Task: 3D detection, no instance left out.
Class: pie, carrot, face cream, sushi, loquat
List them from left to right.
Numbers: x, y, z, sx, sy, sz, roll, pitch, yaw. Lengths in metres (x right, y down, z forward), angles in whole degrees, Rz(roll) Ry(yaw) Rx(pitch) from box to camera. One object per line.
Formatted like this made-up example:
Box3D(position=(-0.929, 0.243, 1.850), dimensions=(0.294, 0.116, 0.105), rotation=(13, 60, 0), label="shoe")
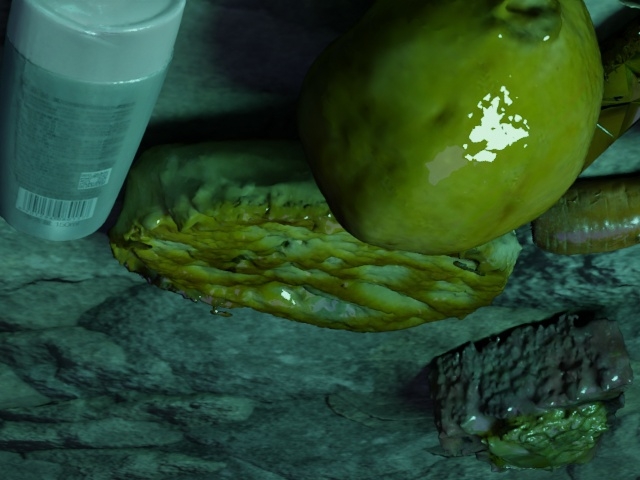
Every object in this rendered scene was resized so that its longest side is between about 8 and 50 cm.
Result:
Box3D(position=(-0.165, -0.092, 1.117), dimensions=(0.107, 0.073, 0.269), rotation=(1, 152, -16), label="face cream")
Box3D(position=(0.000, 0.000, 1.265), dimensions=(0.315, 0.092, 0.315), rotation=(6, 160, 2), label="pie")
Box3D(position=(0.080, -0.082, 1.031), dimensions=(0.187, 0.176, 0.234), rotation=(-25, 166, -37), label="loquat")
Box3D(position=(0.222, 0.154, 1.568), dimensions=(0.241, 0.108, 0.161), rotation=(-24, 148, 35), label="sushi")
Box3D(position=(0.188, -0.091, 1.157), dimensions=(0.069, 0.069, 0.228), rotation=(13, 148, -26), label="carrot")
Box3D(position=(0.281, -0.030, 1.281), dimensions=(0.247, 0.059, 0.059), rotation=(-10, 151, 9), label="carrot")

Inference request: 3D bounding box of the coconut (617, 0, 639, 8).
Box3D(position=(0.166, -0.225, 0.751), dimensions=(0.224, 0.224, 0.234), rotation=(-12, 148, 18), label="coconut")
